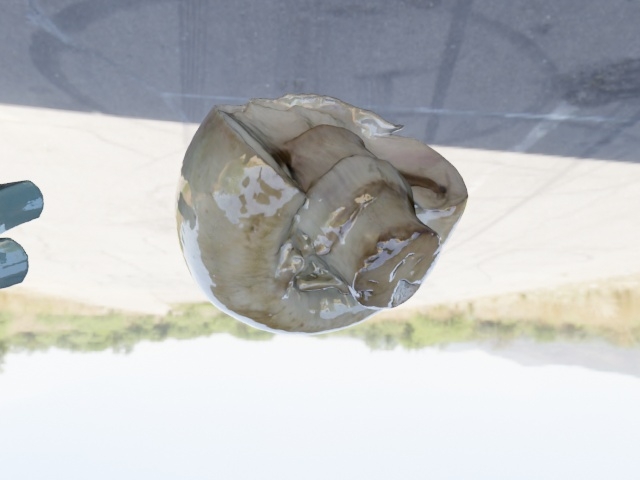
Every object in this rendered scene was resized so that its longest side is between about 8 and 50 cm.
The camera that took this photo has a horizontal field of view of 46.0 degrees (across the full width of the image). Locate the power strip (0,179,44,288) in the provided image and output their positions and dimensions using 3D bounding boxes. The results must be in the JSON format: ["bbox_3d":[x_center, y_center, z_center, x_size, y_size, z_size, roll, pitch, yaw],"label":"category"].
[{"bbox_3d":[-0.316,-0.005,0.661,0.137,0.044,0.216,-14,-157,-13],"label":"power strip"}]

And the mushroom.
[{"bbox_3d":[0.000,0.000,0.628,0.254,0.188,0.195,-3,-140,-37],"label":"mushroom"}]
